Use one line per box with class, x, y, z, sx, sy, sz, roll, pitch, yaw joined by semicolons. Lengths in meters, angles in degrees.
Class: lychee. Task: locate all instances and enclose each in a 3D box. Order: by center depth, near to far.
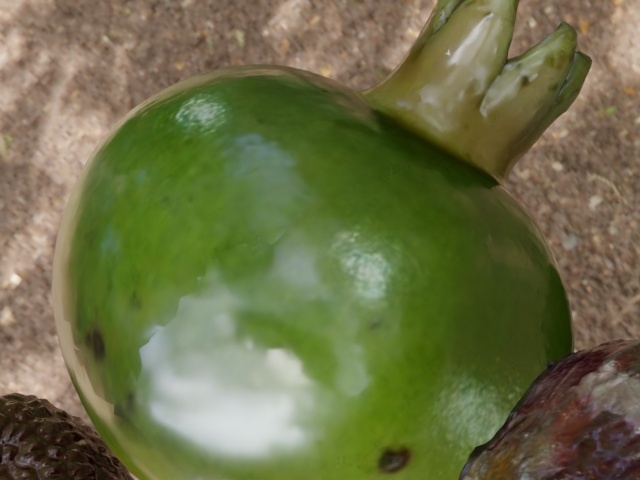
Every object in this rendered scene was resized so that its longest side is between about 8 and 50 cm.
lychee;-0.273;0.262;1.027;0.261;0.260;0.260;-18;52;24

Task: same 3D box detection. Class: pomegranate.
pomegranate;0.000;0.000;0.657;0.310;0.216;0.358;40;98;33

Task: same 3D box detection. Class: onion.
onion;0.124;0.129;0.432;0.098;0.151;0.206;-10;44;45
